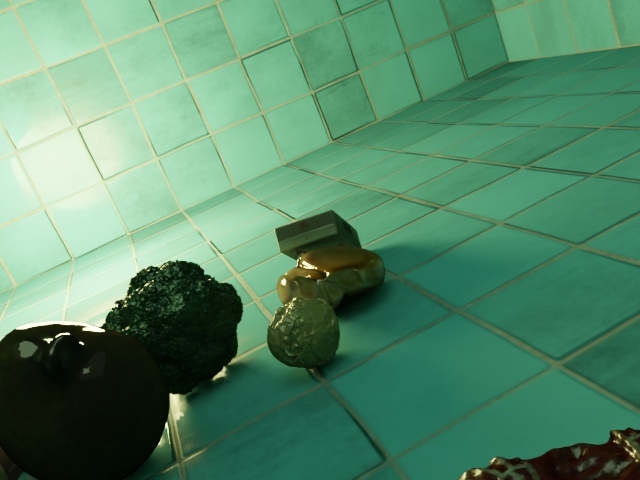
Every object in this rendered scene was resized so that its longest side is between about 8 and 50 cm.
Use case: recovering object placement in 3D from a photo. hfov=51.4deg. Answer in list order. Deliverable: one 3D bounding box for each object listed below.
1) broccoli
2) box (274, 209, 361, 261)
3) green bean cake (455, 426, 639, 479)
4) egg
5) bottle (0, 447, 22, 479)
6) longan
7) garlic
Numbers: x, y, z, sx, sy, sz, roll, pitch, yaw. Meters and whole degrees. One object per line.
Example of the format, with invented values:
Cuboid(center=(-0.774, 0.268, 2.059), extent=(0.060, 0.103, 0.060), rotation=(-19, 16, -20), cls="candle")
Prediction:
Cuboid(center=(-0.282, 0.167, 1.252), extent=(0.270, 0.270, 0.270), rotation=(-32, -11, -28), cls="broccoli")
Cuboid(center=(0.000, 0.000, 1.482), extent=(0.141, 0.058, 0.201), rotation=(-18, -17, 13), cls="box")
Cuboid(center=(0.249, 0.237, 0.544), extent=(0.233, 0.097, 0.198), rotation=(-23, 17, 0), cls="green bean cake")
Cuboid(center=(-0.026, 0.155, 1.110), extent=(0.116, 0.118, 0.140), rotation=(-15, 5, 42), cls="egg")
Cuboid(center=(-0.546, 0.388, 1.001), extent=(0.121, 0.120, 0.253), rotation=(-18, 14, 13), cls="bottle")
Cuboid(center=(-0.371, 0.244, 1.015), extent=(0.301, 0.300, 0.243), rotation=(-11, 43, 33), cls="longan")
Cuboid(center=(0.018, 0.080, 1.314), extent=(0.218, 0.110, 0.228), rotation=(-14, 17, -10), cls="garlic")
